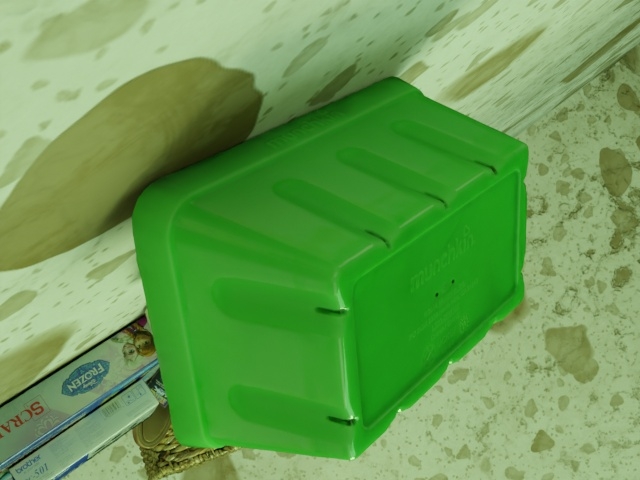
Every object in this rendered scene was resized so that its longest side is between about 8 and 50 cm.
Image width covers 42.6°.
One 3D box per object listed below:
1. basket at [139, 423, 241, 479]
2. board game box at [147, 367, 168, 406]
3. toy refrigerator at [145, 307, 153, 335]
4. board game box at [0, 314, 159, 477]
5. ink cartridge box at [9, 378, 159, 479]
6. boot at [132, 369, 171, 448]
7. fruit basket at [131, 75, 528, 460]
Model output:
[{"bbox_3d":[-0.283,0.368,1.747,0.213,0.223,0.299,-14,165,-22],"label":"basket"},{"bbox_3d":[-0.209,0.172,1.339,0.141,0.048,0.170,-52,-175,21],"label":"board game box"},{"bbox_3d":[-0.091,0.119,1.042,0.269,0.094,0.102,3,-155,41],"label":"toy refrigerator"},{"bbox_3d":[-0.384,0.254,1.186,0.318,0.066,0.318,-33,174,-30],"label":"board game box"},{"bbox_3d":[-0.326,0.278,1.142,0.207,0.046,0.097,-34,172,-27],"label":"ink cartridge box"},{"bbox_3d":[-0.335,0.300,1.447,0.152,0.073,0.197,-29,-144,24],"label":"boot"},{"bbox_3d":[-0.031,0.018,0.784,0.391,0.283,0.392,-4,-155,2],"label":"fruit basket"}]
